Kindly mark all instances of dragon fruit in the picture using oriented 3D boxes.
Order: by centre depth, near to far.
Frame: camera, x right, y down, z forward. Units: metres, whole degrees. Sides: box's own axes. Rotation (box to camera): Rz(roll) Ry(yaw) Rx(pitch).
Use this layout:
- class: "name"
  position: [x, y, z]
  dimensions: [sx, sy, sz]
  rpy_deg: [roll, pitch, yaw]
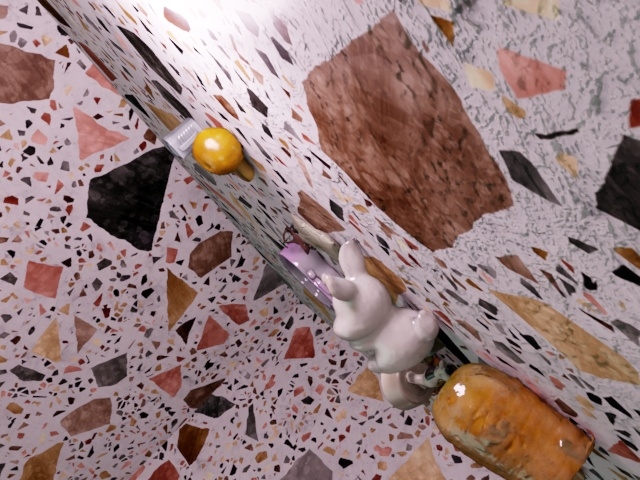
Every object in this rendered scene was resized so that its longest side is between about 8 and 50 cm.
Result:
- class: "dragon fruit"
  position: [0.377, 0.457, 2.050]
  dimensions: [0.150, 0.133, 0.207]
  rpy_deg: [12, 140, 21]

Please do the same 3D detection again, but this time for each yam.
- class: "yam"
  position: [0.285, 0.278, 1.794]
  dimensions: [0.179, 0.078, 0.078]
  rpy_deg: [42, 170, 10]

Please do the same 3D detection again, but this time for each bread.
- class: "bread"
  position: [-0.257, -0.238, 1.911]
  dimensions: [0.115, 0.056, 0.082]
  rpy_deg: [42, 171, -29]

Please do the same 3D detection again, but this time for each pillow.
- class: "pillow"
  position: [0.000, 0.000, 1.878]
  dimensions: [0.230, 0.050, 0.148]
  rpy_deg: [32, 169, 42]

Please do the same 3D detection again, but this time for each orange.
- class: "orange"
  position: [-0.305, -0.271, 1.789]
  dimensions: [0.155, 0.134, 0.154]
  rpy_deg: [20, 158, 8]

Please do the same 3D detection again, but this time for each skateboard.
- class: "skateboard"
  position: [-0.090, 0.004, 2.170]
  dimensions: [0.151, 0.080, 0.067]
  rpy_deg: [40, 175, 38]

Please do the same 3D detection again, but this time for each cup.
- class: "cup"
  position: [-0.471, -0.354, 2.087]
  dimensions: [0.095, 0.129, 0.128]
  rpy_deg: [49, 169, -29]

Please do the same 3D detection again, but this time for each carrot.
- class: "carrot"
  position: [0.443, 0.449, 1.424]
  dimensions: [0.341, 0.224, 0.224]
  rpy_deg: [37, 168, 24]

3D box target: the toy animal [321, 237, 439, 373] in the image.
- class: "toy animal"
  position: [0.149, 0.182, 1.624]
  dimensions: [0.367, 0.196, 0.241]
  rpy_deg: [44, 133, -11]

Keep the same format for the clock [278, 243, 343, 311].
- class: "clock"
  position: [-0.017, 0.136, 2.367]
  dimensions: [0.338, 0.102, 0.338]
  rpy_deg: [42, 169, 10]

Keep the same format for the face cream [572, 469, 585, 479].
- class: "face cream"
  position: [0.621, 0.587, 1.727]
  dimensions: [0.285, 0.067, 0.139]
  rpy_deg: [42, 169, 9]

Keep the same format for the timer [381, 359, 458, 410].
- class: "timer"
  position: [0.337, 0.425, 1.853]
  dimensions: [0.175, 0.175, 0.266]
  rpy_deg: [47, 142, -12]

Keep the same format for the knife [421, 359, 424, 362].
- class: "knife"
  position: [0.245, 0.268, 1.869]
  dimensions: [0.043, 0.019, 0.293]
  rpy_deg: [11, -146, -36]
